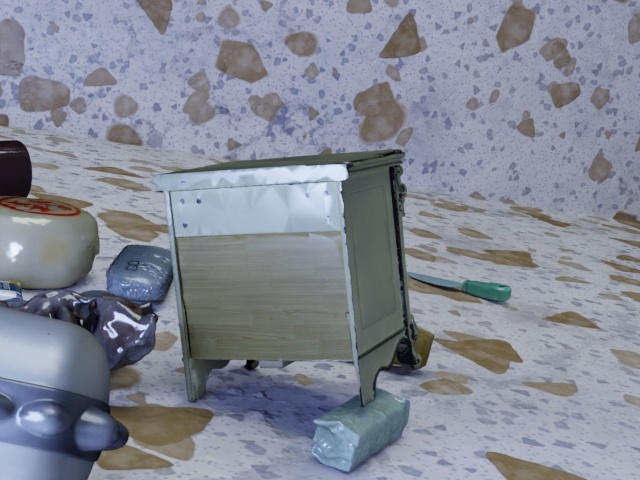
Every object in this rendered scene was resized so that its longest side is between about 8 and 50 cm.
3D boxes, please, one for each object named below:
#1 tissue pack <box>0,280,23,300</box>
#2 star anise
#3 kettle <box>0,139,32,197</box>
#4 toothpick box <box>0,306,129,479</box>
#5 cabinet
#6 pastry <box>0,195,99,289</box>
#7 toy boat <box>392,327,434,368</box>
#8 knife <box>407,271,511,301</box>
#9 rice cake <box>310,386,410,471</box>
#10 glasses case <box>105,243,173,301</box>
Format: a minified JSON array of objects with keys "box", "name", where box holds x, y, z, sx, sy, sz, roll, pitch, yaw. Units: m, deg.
[{"box":[-0.499,0.091,1.644,0.062,0.042,0.083,4,13,-20],"name":"tissue pack"},{"box":[-0.369,0.135,1.402,0.359,0.139,0.316,-1,-3,28],"name":"star anise"},{"box":[-0.784,-0.149,2.318,0.232,0.144,0.202,-4,-1,-42],"name":"kettle"},{"box":[-0.344,0.160,1.026,0.316,0.229,0.229,12,12,-1],"name":"toothpick box"},{"box":[-0.034,0.047,1.454,0.290,0.318,0.227,-3,8,23],"name":"cabinet"},{"box":[-0.520,-0.002,1.863,0.264,0.133,0.265,7,10,-1],"name":"pastry"},{"box":[0.036,0.143,1.768,0.310,0.089,0.115,12,9,6],"name":"toy boat"},{"box":[0.303,0.101,2.386,0.260,0.035,0.063,9,17,23],"name":"knife"},{"box":[0.055,0.243,1.373,0.069,0.063,0.206,18,14,21],"name":"rice cake"},{"box":[-0.321,0.056,1.912,0.109,0.067,0.282,12,13,-4],"name":"glasses case"}]
